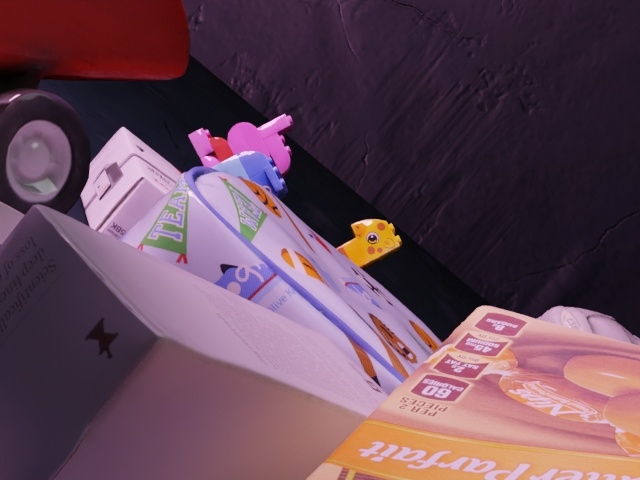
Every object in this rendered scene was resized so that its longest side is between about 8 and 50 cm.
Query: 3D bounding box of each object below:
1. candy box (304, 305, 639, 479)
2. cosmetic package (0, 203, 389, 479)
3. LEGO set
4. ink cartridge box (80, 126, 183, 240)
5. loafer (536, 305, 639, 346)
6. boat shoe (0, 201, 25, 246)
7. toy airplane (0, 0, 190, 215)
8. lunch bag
[{"bbox_3d":[0.084,0.126,0.628,0.183,0.088,0.316,14,20,18],"label":"candy box"},{"bbox_3d":[-0.060,0.078,0.738,0.085,0.117,0.231,43,6,31],"label":"cosmetic package"},{"bbox_3d":[0.000,0.000,1.308,0.227,0.093,0.087,62,-2,8],"label":"LEGO set"},{"bbox_3d":[-0.110,-0.014,1.323,0.099,0.056,0.135,38,6,-21],"label":"ink cartridge box"},{"bbox_3d":[0.203,0.178,1.141,0.111,0.112,0.319,11,49,-30],"label":"loafer"},{"bbox_3d":[-0.127,0.034,0.779,0.095,0.079,0.254,23,-7,19],"label":"boat shoe"},{"bbox_3d":[-0.235,-0.190,0.786,0.386,0.272,0.384,17,-11,1],"label":"toy airplane"},{"bbox_3d":[0.000,0.077,1.101,0.243,0.115,0.303,44,6,11],"label":"lunch bag"}]
